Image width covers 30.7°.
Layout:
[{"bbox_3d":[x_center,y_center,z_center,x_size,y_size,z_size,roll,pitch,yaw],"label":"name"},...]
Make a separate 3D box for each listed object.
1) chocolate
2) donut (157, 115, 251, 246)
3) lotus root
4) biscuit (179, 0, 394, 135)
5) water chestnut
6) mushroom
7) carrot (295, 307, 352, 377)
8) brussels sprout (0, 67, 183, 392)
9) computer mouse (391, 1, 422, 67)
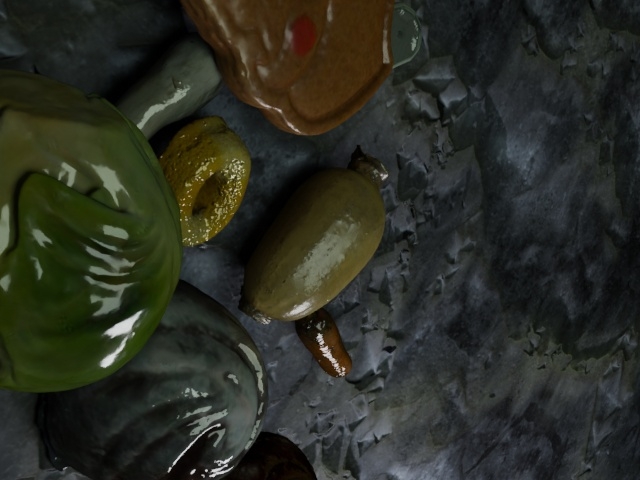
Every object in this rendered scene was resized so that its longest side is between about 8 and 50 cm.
[{"bbox_3d":[-0.181,0.211,1.501,0.303,0.213,0.303,-25,125,-40],"label":"chocolate"},{"bbox_3d":[-0.149,-0.068,1.460,0.162,0.065,0.178,-39,155,-39],"label":"donut"},{"bbox_3d":[0.001,-0.001,1.656,0.303,0.130,0.146,-51,141,-17],"label":"lotus root"},{"bbox_3d":[-0.031,-0.332,1.429,0.455,0.078,0.350,45,66,-46],"label":"biscuit"},{"bbox_3d":[-0.106,0.396,1.716,0.223,0.238,0.224,9,72,-29],"label":"water chestnut"},{"bbox_3d":[-0.199,-0.158,1.383,0.081,0.092,0.223,45,64,-5],"label":"mushroom"},{"bbox_3d":[0.006,0.160,1.812,0.060,0.060,0.186,-50,147,-18],"label":"carrot"},{"bbox_3d":[-0.291,0.001,1.207,0.344,0.268,0.344,-15,122,-25],"label":"brussels sprout"},{"bbox_3d":[0.062,-0.267,1.642,0.181,0.056,0.089,-36,116,-23],"label":"computer mouse"}]
